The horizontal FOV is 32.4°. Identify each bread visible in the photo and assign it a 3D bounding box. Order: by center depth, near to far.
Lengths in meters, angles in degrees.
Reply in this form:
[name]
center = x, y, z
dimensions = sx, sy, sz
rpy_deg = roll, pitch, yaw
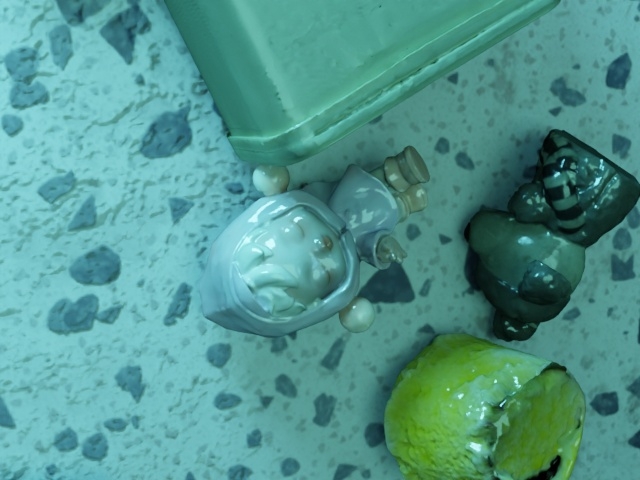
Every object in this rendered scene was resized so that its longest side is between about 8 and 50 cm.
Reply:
[bread]
center = 0.184, 0.203, 1.220
dimensions = 0.197, 0.170, 0.197
rpy_deg = -1, 92, -34

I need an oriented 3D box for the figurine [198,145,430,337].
[figurine]
center = -0.001, 0.000, 1.139
dimensions = 0.276, 0.133, 0.200
rpy_deg = -33, 96, -21

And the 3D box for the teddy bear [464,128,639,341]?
[teddy bear]
center = 0.246, -0.009, 1.226
dimensions = 0.144, 0.171, 0.251
rpy_deg = 32, 90, 1

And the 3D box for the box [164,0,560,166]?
[box]
center = 0.005, -0.305, 1.080
dimensions = 0.352, 0.177, 0.344
rpy_deg = -33, 105, -15
